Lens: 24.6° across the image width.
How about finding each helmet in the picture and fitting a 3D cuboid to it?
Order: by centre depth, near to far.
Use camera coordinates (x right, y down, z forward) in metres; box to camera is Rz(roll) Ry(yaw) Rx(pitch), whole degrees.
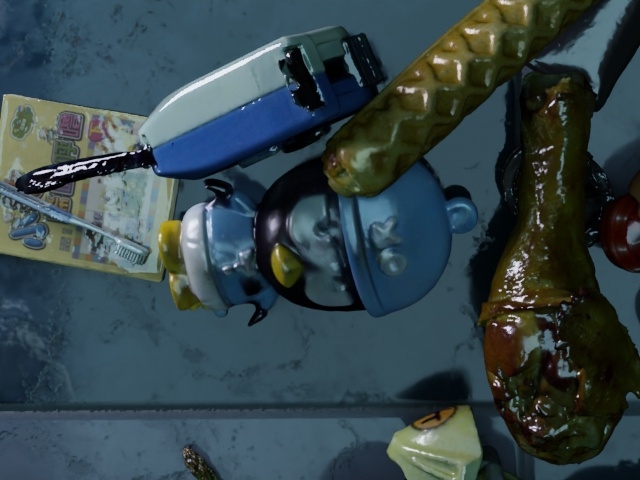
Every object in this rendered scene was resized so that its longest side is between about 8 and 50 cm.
[{"bbox_3d":[0.238,-0.049,1.458,0.098,0.070,0.123,-42,88,16],"label":"helmet"}]

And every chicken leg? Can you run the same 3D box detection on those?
[{"bbox_3d":[0.211,0.035,1.335,0.140,0.211,0.361,-5,103,-5],"label":"chicken leg"}]

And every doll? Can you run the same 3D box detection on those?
[{"bbox_3d":[0.000,0.000,1.446,0.314,0.141,0.177,-12,111,10],"label":"doll"}]

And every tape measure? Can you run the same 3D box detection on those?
[{"bbox_3d":[-0.110,-0.106,1.429,0.351,0.215,0.098,-19,94,31],"label":"tape measure"}]

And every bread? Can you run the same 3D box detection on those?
[{"bbox_3d":[0.145,-0.168,1.364,0.367,0.084,0.077,-40,136,-11],"label":"bread"}]

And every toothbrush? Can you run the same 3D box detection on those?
[{"bbox_3d":[-0.277,-0.028,1.509,0.219,0.016,0.019,26,107,0],"label":"toothbrush"}]

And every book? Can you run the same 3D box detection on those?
[{"bbox_3d":[-0.244,-0.054,1.519,0.192,0.013,0.168,10,97,3],"label":"book"}]

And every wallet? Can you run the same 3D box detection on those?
[{"bbox_3d":[0.274,-0.261,1.449,0.149,0.044,0.250,33,97,3],"label":"wallet"}]

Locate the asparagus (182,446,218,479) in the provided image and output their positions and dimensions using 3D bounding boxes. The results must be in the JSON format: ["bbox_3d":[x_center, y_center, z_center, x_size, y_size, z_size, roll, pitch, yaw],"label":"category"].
[{"bbox_3d":[-0.083,0.325,1.543,0.024,0.025,0.248,-21,96,48],"label":"asparagus"}]

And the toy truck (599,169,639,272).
[{"bbox_3d":[0.418,-0.021,1.399,0.239,0.189,0.265,-44,113,-25],"label":"toy truck"}]

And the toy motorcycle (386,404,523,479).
[{"bbox_3d":[0.200,0.310,1.457,0.410,0.169,0.237,22,103,-4],"label":"toy motorcycle"}]
